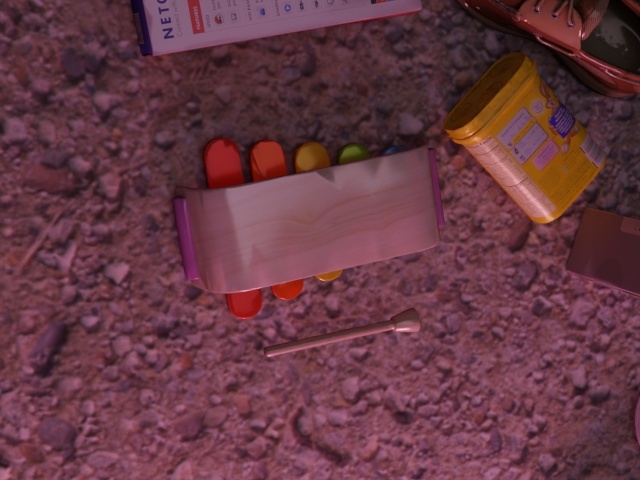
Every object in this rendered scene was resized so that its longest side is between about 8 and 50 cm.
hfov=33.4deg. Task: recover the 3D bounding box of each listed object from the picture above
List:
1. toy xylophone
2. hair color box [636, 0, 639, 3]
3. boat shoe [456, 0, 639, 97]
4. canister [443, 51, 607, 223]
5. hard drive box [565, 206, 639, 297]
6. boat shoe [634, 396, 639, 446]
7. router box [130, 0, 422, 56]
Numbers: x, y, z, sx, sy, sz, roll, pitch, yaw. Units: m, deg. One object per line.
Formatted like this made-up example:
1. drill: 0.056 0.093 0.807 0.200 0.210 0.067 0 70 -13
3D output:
1. toy xylophone: 0.000 0.000 1.194 0.322 0.081 0.236 -4 100 -17
2. hair color box: 0.418 -0.365 1.215 0.110 0.185 0.339 -31 107 -9
3. boat shoe: 0.285 -0.273 1.222 0.324 0.120 0.122 26 90 -20
4. canister: 0.244 -0.118 1.260 0.170 0.073 0.126 44 84 -21
5. hard drive box: 0.450 0.041 1.296 0.232 0.181 0.089 15 94 -20
6. boat shoe: 0.517 0.316 1.404 0.108 0.102 0.301 -32 107 -11
7. router box: -0.067 -0.382 1.109 0.301 0.082 0.335 -12 102 -16
